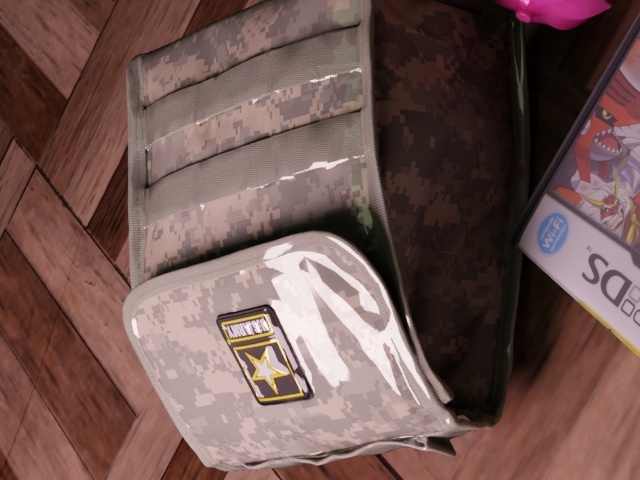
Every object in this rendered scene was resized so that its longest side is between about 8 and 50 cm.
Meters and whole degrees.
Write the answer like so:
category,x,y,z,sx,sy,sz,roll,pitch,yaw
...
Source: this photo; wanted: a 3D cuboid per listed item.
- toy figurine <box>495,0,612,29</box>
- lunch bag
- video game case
category,x,y,z,sx,sy,sz,roll,pitch,yaw
toy figurine,0.147,-0.206,1.093,0.130,0.173,0.159,107,150,-79
lunch bag,0.000,0.000,1.141,0.235,0.169,0.287,-16,70,45
video game case,0.236,-0.056,0.957,0.274,0.035,0.248,-61,36,14
